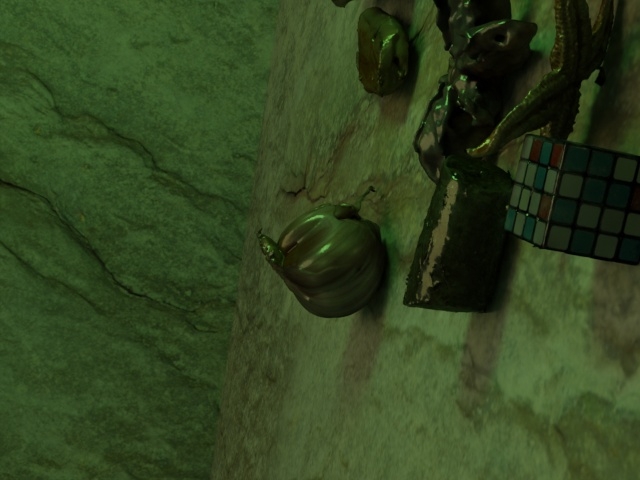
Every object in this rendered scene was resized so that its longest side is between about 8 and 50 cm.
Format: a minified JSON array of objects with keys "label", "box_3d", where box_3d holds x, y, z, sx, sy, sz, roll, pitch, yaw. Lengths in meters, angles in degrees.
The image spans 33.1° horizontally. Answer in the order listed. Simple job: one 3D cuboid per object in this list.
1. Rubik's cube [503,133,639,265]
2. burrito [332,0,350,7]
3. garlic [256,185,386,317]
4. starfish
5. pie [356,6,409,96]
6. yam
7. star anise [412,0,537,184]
[{"label":"Rubik's cube","box_3d":[0.224,-0.037,0.930,0.092,0.092,0.092,-135,56,-75]},{"label":"burrito","box_3d":[0.079,-0.495,1.807,0.332,0.135,0.190,-149,60,-73]},{"label":"garlic","box_3d":[0.000,0.000,1.673,0.207,0.207,0.257,115,168,-49]},{"label":"starfish","box_3d":[0.211,-0.140,0.988,0.050,0.138,0.247,25,100,39]},{"label":"pie","box_3d":[0.094,-0.305,1.746,0.282,0.068,0.129,-114,30,-69]},{"label":"yam","box_3d":[0.156,0.001,1.196,0.107,0.107,0.183,-135,57,-75]},{"label":"star anise","box_3d":[0.172,-0.205,1.254,0.198,0.110,0.257,-94,12,-46]}]
